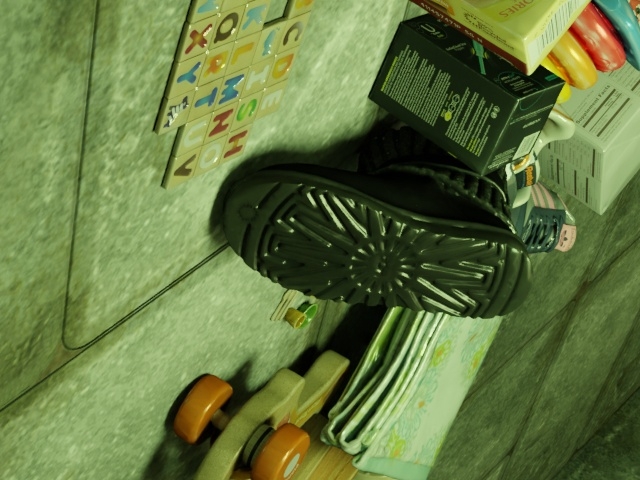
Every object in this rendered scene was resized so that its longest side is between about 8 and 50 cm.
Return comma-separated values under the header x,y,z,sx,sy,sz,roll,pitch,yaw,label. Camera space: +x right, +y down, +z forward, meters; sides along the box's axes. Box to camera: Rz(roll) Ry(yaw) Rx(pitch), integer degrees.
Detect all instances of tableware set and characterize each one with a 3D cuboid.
x,y,z,sx,sy,sz,roll,pitch,yaw,label
0.003,0.043,2.019,0.154,0.024,0.104,-59,160,10,tableware set

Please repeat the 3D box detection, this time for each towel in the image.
x,y,z,sx,sy,sz,roll,pitch,yaw,label
0.146,0.169,2.286,0.321,0.090,0.374,-61,161,-2,towel

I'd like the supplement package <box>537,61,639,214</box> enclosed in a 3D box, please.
x,y,z,sx,sy,sz,roll,pitch,yaw,label
0.414,-0.208,2.350,0.262,0.145,0.204,-48,158,-14,supplement package

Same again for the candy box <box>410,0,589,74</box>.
x,y,z,sx,sy,sz,roll,pitch,yaw,label
0.228,-0.342,1.670,0.316,0.183,0.087,-50,160,-10,candy box

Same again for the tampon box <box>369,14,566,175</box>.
x,y,z,sx,sy,sz,roll,pitch,yaw,label
0.160,-0.165,1.835,0.120,0.161,0.101,-24,144,-52,tampon box

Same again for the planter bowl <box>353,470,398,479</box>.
x,y,z,sx,sy,sz,roll,pitch,yaw,label
0.079,0.356,2.509,0.162,0.162,0.109,-37,141,-39,planter bowl

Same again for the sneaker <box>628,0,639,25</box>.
x,y,z,sx,sy,sz,roll,pitch,yaw,label
0.390,-0.282,2.178,0.270,0.145,0.090,-36,153,-40,sneaker

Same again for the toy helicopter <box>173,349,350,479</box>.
x,y,z,sx,sy,sz,roll,pitch,yaw,label
-0.060,0.243,2.050,0.355,0.140,0.235,-37,152,-56,toy helicopter

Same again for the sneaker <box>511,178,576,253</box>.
x,y,z,sx,sy,sz,roll,pitch,yaw,label
0.287,-0.027,2.270,0.112,0.131,0.319,-65,176,16,sneaker

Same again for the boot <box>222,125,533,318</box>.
x,y,z,sx,sy,sz,roll,pitch,yaw,label
0.055,-0.048,1.808,0.260,0.348,0.131,-98,-151,-54,boot

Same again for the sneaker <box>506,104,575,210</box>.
x,y,z,sx,sy,sz,roll,pitch,yaw,label
0.189,-0.083,2.086,0.321,0.127,0.126,-46,159,-17,sneaker

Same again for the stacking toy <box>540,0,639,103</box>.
x,y,z,sx,sy,sz,roll,pitch,yaw,label
0.229,-0.199,1.998,0.302,0.175,0.166,-41,154,4,stacking toy

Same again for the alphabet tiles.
x,y,z,sx,sy,sz,roll,pitch,yaw,label
-0.078,-0.157,1.543,0.198,0.009,0.237,-30,149,-48,alphabet tiles

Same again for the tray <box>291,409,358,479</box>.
x,y,z,sx,sy,sz,roll,pitch,yaw,label
-0.090,0.421,2.346,0.411,0.076,0.203,-55,160,0,tray
